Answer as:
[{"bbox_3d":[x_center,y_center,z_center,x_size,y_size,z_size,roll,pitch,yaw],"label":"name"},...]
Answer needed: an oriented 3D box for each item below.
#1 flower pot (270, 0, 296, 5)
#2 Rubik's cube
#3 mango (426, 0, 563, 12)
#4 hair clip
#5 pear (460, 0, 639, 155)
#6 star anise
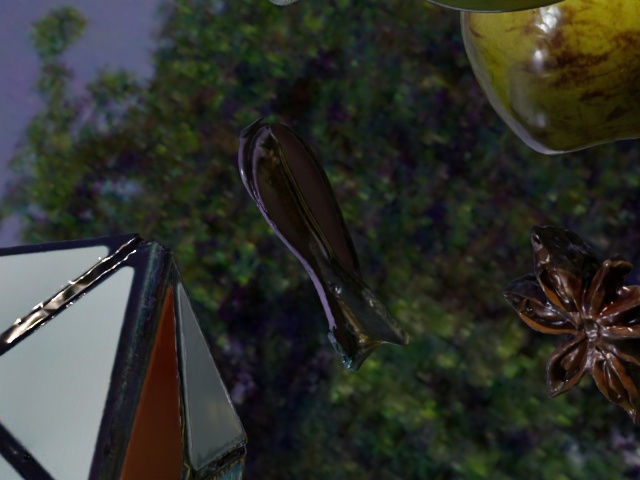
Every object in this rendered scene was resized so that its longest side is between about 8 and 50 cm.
[{"bbox_3d":[-0.060,-0.408,1.322,0.164,0.367,0.254,-29,14,36],"label":"flower pot"},{"bbox_3d":[-0.204,0.167,0.977,0.246,0.248,0.250,75,-164,-46],"label":"Rubik's cube"},{"bbox_3d":[0.133,-0.216,0.985,0.092,0.194,0.130,-97,-2,-46],"label":"mango"},{"bbox_3d":[0.001,-0.001,1.699,0.110,0.095,0.359,-37,-62,-13],"label":"hair clip"},{"bbox_3d":[0.283,-0.228,1.557,0.283,0.283,0.283,-44,-28,-30],"label":"pear"},{"bbox_3d":[0.313,0.094,1.702,0.099,0.214,0.220,-30,-43,-35],"label":"star anise"}]
